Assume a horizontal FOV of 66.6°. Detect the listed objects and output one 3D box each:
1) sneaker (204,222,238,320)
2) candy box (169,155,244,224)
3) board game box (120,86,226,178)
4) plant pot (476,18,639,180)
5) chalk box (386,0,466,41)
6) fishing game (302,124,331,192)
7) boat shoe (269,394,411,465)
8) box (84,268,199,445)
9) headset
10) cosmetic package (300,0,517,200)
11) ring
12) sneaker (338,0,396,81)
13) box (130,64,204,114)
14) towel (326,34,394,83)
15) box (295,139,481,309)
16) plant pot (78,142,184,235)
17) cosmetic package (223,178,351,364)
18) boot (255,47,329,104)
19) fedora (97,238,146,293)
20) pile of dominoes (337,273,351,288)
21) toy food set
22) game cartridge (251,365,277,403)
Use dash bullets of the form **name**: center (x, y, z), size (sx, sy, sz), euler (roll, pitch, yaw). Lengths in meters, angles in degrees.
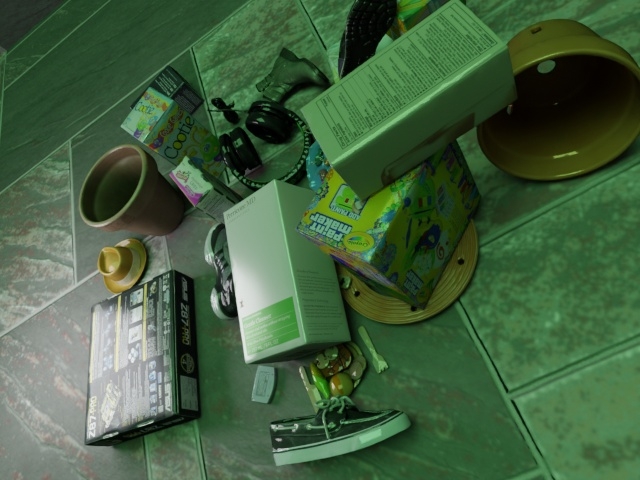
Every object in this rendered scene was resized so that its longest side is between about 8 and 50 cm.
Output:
- **sneaker**: center (-0.211, 0.059, 1.249), size (0.153, 0.101, 0.268), euler (-28, 61, 36)
- **candy box**: center (-0.269, -0.106, 1.293), size (0.071, 0.233, 0.159), euler (-47, 53, 3)
- **board game box**: center (-0.411, -0.294, 1.434), size (0.144, 0.275, 0.142), euler (34, 87, 37)
- **plant pot**: center (0.455, -0.290, 0.956), size (0.291, 0.291, 0.203), euler (-10, 46, 26)
- **chalk box**: center (0.259, -0.573, 1.162), size (0.213, 0.132, 0.132), euler (-37, 60, 4)
- **fishing game**: center (0.028, -0.196, 1.226), size (0.189, 0.041, 0.264), euler (-14, 78, 39)
- **boat shoe**: center (0.029, 0.369, 0.981), size (0.306, 0.113, 0.105), euler (-25, 72, 29)
- **box**: center (-0.483, 0.312, 1.311), size (0.318, 0.097, 0.395), euler (-23, 59, 17)
- **headset**: center (-0.183, -0.292, 1.417), size (0.243, 0.185, 0.394), euler (-46, 69, -1)
- **cosmetic package**: center (0.137, -0.218, 0.780), size (0.296, 0.129, 0.153), euler (-32, 56, 12)
- **ring**: center (0.184, 0.026, 1.099), size (0.337, 0.032, 0.336), euler (-13, 62, 25)
- **sneaker**: center (0.090, -0.503, 1.164), size (0.107, 0.283, 0.124), euler (0, 53, -17)
- **box**: center (-0.534, -0.474, 1.691), size (0.207, 0.108, 0.153), euler (-45, 54, 5)
- **towel**: center (0.187, -0.458, 1.283), size (0.321, 0.090, 0.374), euler (-22, 59, 19)
- **box**: center (0.150, -0.055, 0.956), size (0.177, 0.290, 0.279), euler (24, 80, 36)
- **plant pot**: center (-0.536, -0.119, 1.454), size (0.263, 0.229, 0.263), euler (-13, 62, 25)
- **cosmetic package**: center (-0.082, 0.074, 1.101), size (0.197, 0.155, 0.365), euler (-29, 66, 35)
- **boot**: center (-0.088, -0.468, 1.462), size (0.161, 0.083, 0.246), euler (-53, 48, 7)
- **fedora**: center (-0.632, 0.070, 1.516), size (0.194, 0.079, 0.194), euler (-13, 62, 25)
- **pile of dominoes**: center (0.000, 0.000, 1.174), size (0.251, 0.040, 0.196), euler (11, 76, 35)
- **toy food set**: center (0.038, 0.276, 1.062), size (0.192, 0.038, 0.132), euler (-37, 55, 10)
- **game cartridge**: center (-0.130, 0.339, 1.145), size (0.056, 0.017, 0.083), euler (-2, 67, 33)
